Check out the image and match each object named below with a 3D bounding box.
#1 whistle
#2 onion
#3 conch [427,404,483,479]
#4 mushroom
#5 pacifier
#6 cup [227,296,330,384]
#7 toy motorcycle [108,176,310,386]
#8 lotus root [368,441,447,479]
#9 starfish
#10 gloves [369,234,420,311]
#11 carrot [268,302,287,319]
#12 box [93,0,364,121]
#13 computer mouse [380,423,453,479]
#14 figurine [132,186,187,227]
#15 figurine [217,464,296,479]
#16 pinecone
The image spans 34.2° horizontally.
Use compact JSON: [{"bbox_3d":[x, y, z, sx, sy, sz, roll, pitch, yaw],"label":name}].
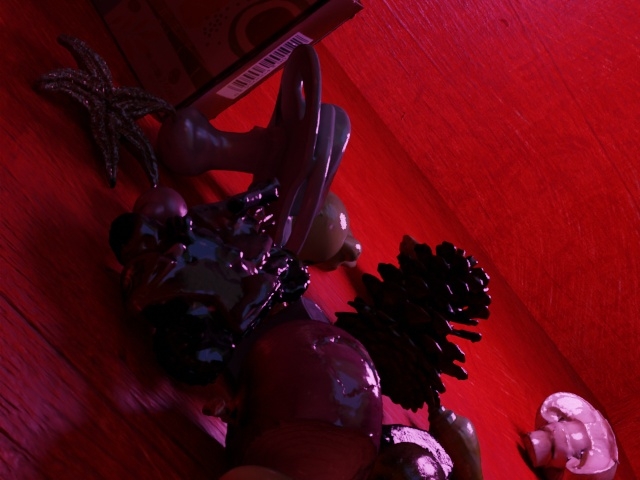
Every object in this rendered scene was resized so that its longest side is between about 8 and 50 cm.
[{"bbox_3d":[-0.005,0.008,1.763,0.294,0.141,0.141,67,0,-57],"label":"whistle"},{"bbox_3d":[-0.021,0.180,1.117,0.200,0.201,0.207,-103,-179,-53],"label":"onion"},{"bbox_3d":[0.240,0.367,1.822,0.095,0.080,0.200,-103,175,-84],"label":"conch"},{"bbox_3d":[0.576,0.505,2.447,0.253,0.195,0.189,-110,-166,-51],"label":"mushroom"},{"bbox_3d":[-0.102,-0.119,1.504,0.269,0.343,0.288,5,42,-15],"label":"pacifier"},{"bbox_3d":[-0.054,0.129,1.294,0.128,0.129,0.095,58,8,18],"label":"cup"},{"bbox_3d":[-0.115,0.017,1.226,0.207,0.134,0.401,40,34,6],"label":"toy motorcycle"},{"bbox_3d":[0.117,0.336,1.424,0.120,0.120,0.209,61,16,16],"label":"lotus root"},{"bbox_3d":[-0.271,-0.167,1.351,0.240,0.043,0.227,-4,73,-54],"label":"starfish"},{"bbox_3d":[0.168,0.111,1.982,0.141,0.154,0.331,39,23,-7],"label":"gloves"},{"bbox_3d":[-0.061,0.106,1.496,0.036,0.036,0.165,42,23,-43],"label":"carrot"},{"bbox_3d":[-0.180,-0.426,1.623,0.385,0.344,0.122,59,16,10],"label":"box"},{"bbox_3d":[0.138,0.335,1.610,0.172,0.057,0.099,29,31,-37],"label":"computer mouse"},{"bbox_3d":[-0.199,-0.032,1.281,0.067,0.071,0.083,17,-3,15],"label":"figurine"},{"bbox_3d":[-0.017,0.356,0.958,0.324,0.124,0.222,59,18,21],"label":"figurine"},{"bbox_3d":[0.168,0.127,1.703,0.246,0.292,0.246,34,-25,18],"label":"pinecone"}]
